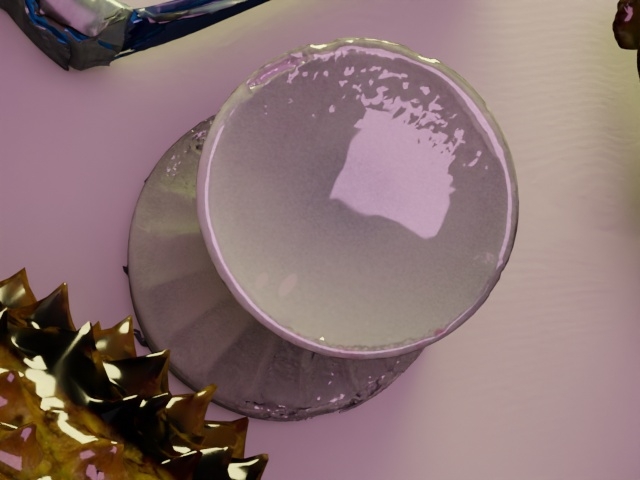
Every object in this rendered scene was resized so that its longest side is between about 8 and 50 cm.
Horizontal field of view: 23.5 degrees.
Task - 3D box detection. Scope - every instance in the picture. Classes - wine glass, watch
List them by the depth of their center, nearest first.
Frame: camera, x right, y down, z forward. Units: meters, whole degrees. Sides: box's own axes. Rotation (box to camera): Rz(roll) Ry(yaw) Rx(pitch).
[{"bbox_3d":[0.000,0.000,0.684,0.165,0.196,0.164,1,83,-12],"label":"wine glass"},{"bbox_3d":[-0.073,-0.241,0.771,0.275,0.068,0.276,-25,86,-12],"label":"watch"}]

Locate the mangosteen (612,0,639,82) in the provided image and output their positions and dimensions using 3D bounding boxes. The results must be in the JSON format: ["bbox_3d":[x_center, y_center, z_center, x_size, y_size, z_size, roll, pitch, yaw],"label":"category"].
[{"bbox_3d":[0.245,-0.061,0.748,0.211,0.211,0.250,-44,60,-13],"label":"mangosteen"}]

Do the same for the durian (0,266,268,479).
[{"bbox_3d":[-0.171,0.157,0.565,0.385,0.347,0.347,14,79,-19],"label":"durian"}]
